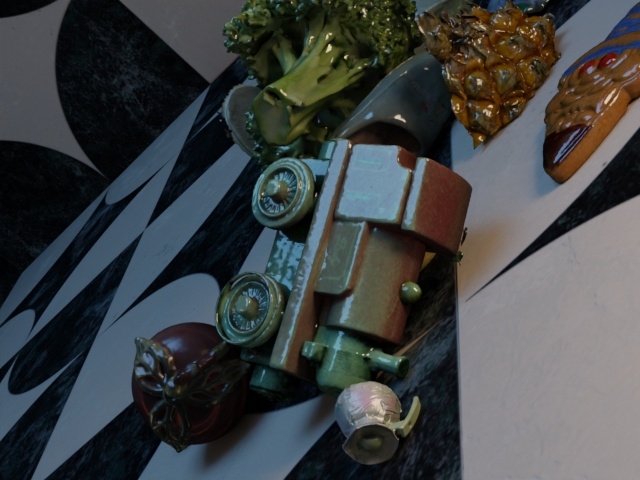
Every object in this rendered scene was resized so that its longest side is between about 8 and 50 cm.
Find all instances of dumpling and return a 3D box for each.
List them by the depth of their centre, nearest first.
[{"bbox_3d":[0.165,-0.317,1.896,0.217,0.105,0.149,-49,18,12],"label":"dumpling"}]

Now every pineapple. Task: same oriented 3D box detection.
[{"bbox_3d":[0.218,-0.264,1.556,0.139,0.164,0.250,-29,20,31],"label":"pineapple"}]

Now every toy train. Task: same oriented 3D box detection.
[{"bbox_3d":[0.024,0.036,1.309,0.221,0.150,0.304,8,78,39],"label":"toy train"}]

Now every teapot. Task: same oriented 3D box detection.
[{"bbox_3d":[0.055,0.172,1.146,0.083,0.064,0.064,-13,31,5],"label":"teapot"}]

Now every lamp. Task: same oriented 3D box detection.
[{"bbox_3d":[-0.159,0.190,1.529,0.215,0.151,0.223,-37,-25,16],"label":"lamp"}]

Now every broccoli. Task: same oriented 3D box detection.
[{"bbox_3d":[-0.028,-0.244,1.750,0.302,0.249,0.375,-16,-38,-42],"label":"broccoli"}]

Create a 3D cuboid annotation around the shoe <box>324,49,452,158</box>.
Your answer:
[{"bbox_3d":[0.116,-0.163,1.672,0.251,0.103,0.100,-40,44,-10],"label":"shoe"}]

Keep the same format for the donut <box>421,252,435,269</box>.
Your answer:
[{"bbox_3d":[0.094,-0.001,1.433,0.140,0.059,0.140,-43,18,18],"label":"donut"}]

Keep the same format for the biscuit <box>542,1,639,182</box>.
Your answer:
[{"bbox_3d":[0.307,-0.171,1.328,0.280,0.043,0.183,-53,13,-27],"label":"biscuit"}]

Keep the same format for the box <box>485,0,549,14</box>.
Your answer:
[{"bbox_3d":[0.354,-0.487,1.808,0.337,0.106,0.264,-48,16,1],"label":"box"}]

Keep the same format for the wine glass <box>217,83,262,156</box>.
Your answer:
[{"bbox_3d":[-0.008,-0.285,2.132,0.357,0.190,0.190,-32,22,40],"label":"wine glass"}]
